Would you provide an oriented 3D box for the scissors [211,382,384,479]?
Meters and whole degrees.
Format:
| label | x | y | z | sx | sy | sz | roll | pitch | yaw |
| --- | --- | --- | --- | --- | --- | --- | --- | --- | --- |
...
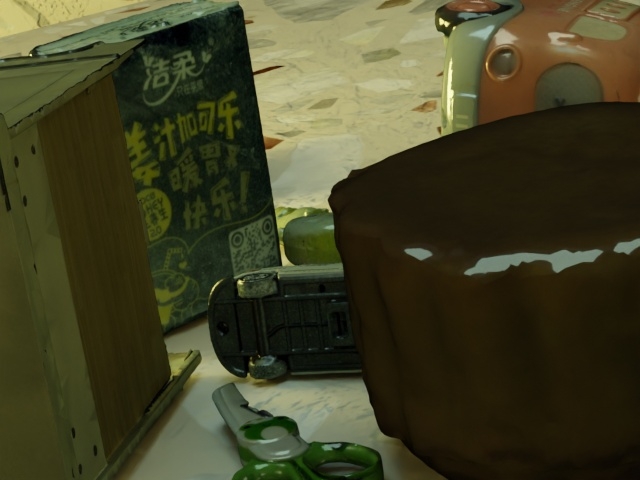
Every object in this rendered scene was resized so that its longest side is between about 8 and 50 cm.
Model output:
| label | x | y | z | sx | sy | sz | roll | pitch | yaw |
| --- | --- | --- | --- | --- | --- | --- | --- | --- | --- |
| scissors | -0.035 | 0.138 | 1.310 | 0.101 | 0.027 | 0.204 | -13 | 18 | -18 |

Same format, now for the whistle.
| label | x | y | z | sx | sy | sz | roll | pitch | yaw |
| --- | --- | --- | --- | --- | --- | --- | --- | --- | --- |
| whistle | 0.000 | 0.000 | 1.737 | 0.104 | 0.057 | 0.198 | -6 | 6 | -24 |

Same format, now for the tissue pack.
| label | x | y | z | sx | sy | sz | roll | pitch | yaw |
| --- | --- | --- | --- | --- | --- | --- | --- | --- | --- |
| tissue pack | -0.131 | -0.058 | 1.630 | 0.185 | 0.257 | 0.081 | -23 | 22 | -37 |

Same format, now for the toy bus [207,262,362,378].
| label | x | y | z | sx | sy | sz | roll | pitch | yaw |
| --- | --- | --- | --- | --- | --- | --- | --- | --- | --- |
| toy bus | 0.015 | 0.056 | 1.470 | 0.194 | 0.087 | 0.089 | -4 | 10 | 23 |

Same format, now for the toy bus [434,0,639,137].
| label | x | y | z | sx | sy | sz | roll | pitch | yaw |
| --- | --- | --- | --- | --- | --- | --- | --- | --- | --- |
| toy bus | 0.235 | -0.137 | 1.841 | 0.232 | 0.194 | 0.288 | 9 | 21 | 19 |

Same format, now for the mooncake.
| label | x | y | z | sx | sy | sz | roll | pitch | yaw |
| --- | --- | --- | --- | --- | --- | --- | --- | --- | --- |
| mooncake | 0.172 | 0.033 | 1.261 | 0.324 | 0.187 | 0.324 | -9 | 18 | 3 |

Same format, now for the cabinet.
| label | x | y | z | sx | sy | sz | roll | pitch | yaw |
| --- | --- | --- | --- | --- | --- | --- | --- | --- | --- |
| cabinet | -0.249 | 0.025 | 1.366 | 0.227 | 0.290 | 0.318 | -7 | 15 | 14 |
